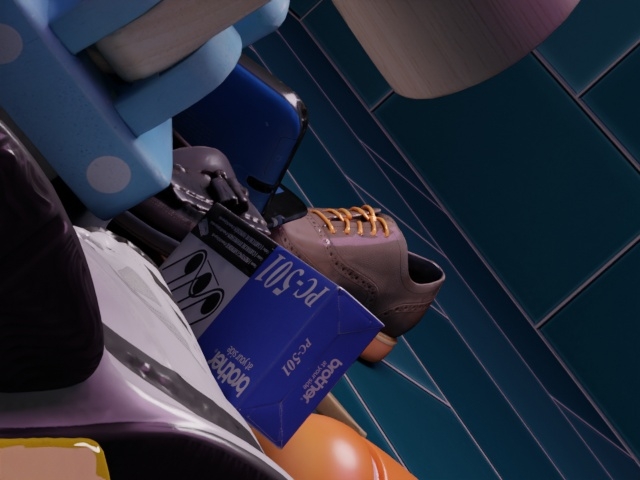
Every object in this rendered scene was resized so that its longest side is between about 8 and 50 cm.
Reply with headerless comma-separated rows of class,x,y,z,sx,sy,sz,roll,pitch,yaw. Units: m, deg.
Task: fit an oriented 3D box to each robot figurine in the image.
robot figurine,0.010,0.190,1.130,0.219,0.128,0.158,42,26,-36

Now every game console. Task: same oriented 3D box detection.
game console,-0.124,-0.147,1.582,0.293,0.250,0.173,37,46,8

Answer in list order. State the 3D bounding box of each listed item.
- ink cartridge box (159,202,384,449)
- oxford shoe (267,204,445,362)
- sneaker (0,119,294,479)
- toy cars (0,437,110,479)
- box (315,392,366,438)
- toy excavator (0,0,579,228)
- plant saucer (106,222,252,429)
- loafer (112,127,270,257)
ink cartridge box,-0.047,0.048,1.140,0.046,0.097,0.207,42,-4,-28
oxford shoe,0.000,0.000,1.813,0.364,0.133,0.130,34,17,-53
sneaker,-0.185,0.030,0.924,0.447,0.169,0.257,51,-2,-30
toy cars,-0.190,0.104,0.691,0.394,0.087,0.176,44,41,-6
box,-0.051,0.073,1.483,0.201,0.021,0.164,51,-4,-39
toy excavator,-0.086,-0.158,1.080,0.222,0.445,0.433,52,15,-30
plant saucer,-0.104,0.083,1.316,0.278,0.041,0.278,46,9,-9
loafer,-0.116,-0.047,1.375,0.109,0.095,0.302,27,2,-35
